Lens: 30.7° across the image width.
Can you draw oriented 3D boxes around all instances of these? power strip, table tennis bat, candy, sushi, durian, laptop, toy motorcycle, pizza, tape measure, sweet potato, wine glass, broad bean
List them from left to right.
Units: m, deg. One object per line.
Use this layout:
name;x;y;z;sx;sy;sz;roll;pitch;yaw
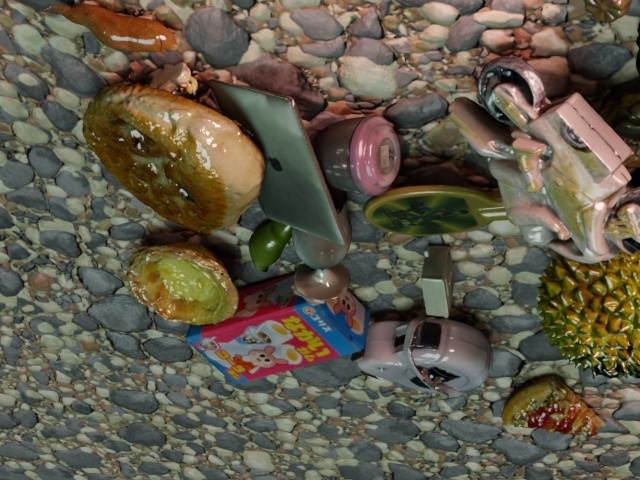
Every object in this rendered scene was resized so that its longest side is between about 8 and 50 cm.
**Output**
sweet potato;-0.295;-0.301;1.645;0.195;0.056;0.056;19;143;-2
broad bean;-0.083;-0.006;1.964;0.070;0.048;0.213;21;140;2
candy;-0.079;0.157;2.127;0.306;0.100;0.157;-18;130;34
laptop;-0.063;-0.117;1.740;0.188;0.015;0.269;19;142;43
wine glass;0.000;0.000;1.900;0.103;0.103;0.222;8;139;8
tape measure;0.206;0.206;2.090;0.236;0.120;0.197;22;151;-24
power strip;0.201;0.081;1.964;0.042;0.075;0.175;3;144;15
table tennis bat;0.224;-0.052;1.777;0.321;0.050;0.198;-3;162;13
toy motorcycle;0.312;-0.085;1.551;0.340;0.108;0.223;46;143;4
pizza;0.457;0.338;2.229;0.199;0.062;0.188;20;145;-9
durian;0.462;0.099;1.795;0.291;0.224;0.291;-1;177;0
sushi;0.413;-0.114;1.595;0.139;0.131;0.291;19;153;-5

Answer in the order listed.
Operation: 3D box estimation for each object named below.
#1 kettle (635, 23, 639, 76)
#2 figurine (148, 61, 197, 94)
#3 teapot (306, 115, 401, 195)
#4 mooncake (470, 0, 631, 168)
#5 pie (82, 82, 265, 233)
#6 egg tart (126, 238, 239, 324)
kettle;0.527;-0.230;1.376;0.290;0.207;0.268;23;114;1
figurine;-0.214;-0.232;1.719;0.083;0.047;0.050;-8;154;38
teapot;0.045;-0.130;1.734;0.146;0.148;0.116;4;108;34
mooncake;0.304;-0.220;1.561;0.150;0.057;0.347;29;139;20
pie;-0.228;-0.124;1.778;0.315;0.092;0.315;22;153;12
egg tart;-0.239;0.067;2.072;0.213;0.090;0.212;12;142;9
